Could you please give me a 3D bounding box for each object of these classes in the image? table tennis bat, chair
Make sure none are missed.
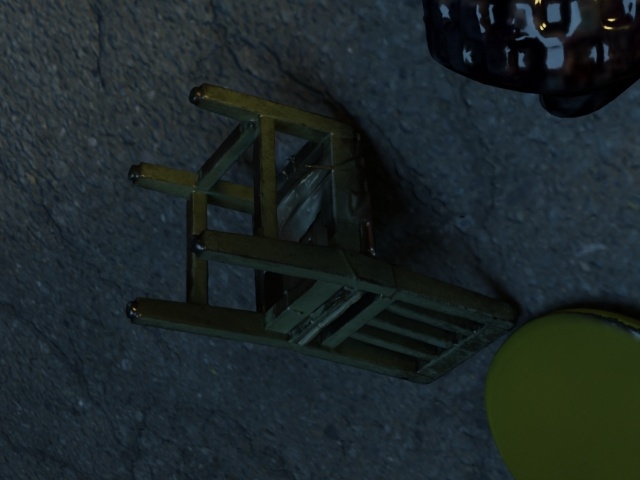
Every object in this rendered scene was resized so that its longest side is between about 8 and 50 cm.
[{"bbox_3d":[0.245,0.113,0.931,0.224,0.054,0.368,44,141,10],"label":"table tennis bat"},{"bbox_3d":[0.000,0.000,1.006,0.270,0.147,0.136,13,147,-26],"label":"chair"}]

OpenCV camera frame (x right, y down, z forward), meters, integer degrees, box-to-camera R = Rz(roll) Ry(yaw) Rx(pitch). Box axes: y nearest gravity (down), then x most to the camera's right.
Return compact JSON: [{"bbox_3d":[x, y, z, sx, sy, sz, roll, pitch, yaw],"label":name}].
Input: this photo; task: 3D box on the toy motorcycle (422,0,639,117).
[{"bbox_3d":[0.254,-0.116,0.532,0.416,0.232,0.172,0,110,23],"label":"toy motorcycle"}]
